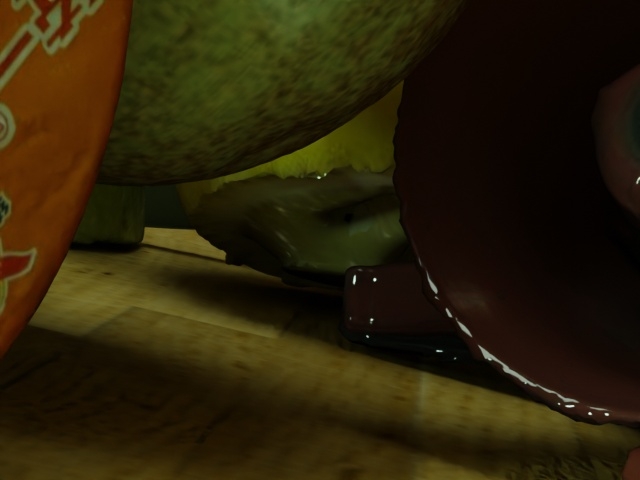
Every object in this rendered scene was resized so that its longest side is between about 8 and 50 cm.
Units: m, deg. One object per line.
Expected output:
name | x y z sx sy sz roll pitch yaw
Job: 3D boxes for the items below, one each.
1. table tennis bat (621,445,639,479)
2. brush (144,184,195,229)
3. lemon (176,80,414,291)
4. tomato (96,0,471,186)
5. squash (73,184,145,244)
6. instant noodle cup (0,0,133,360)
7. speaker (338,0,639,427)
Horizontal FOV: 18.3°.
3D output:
table tennis bat | 0.158 0.089 0.589 0.154 0.019 0.098 17 6 42
brush | 0.000 0.000 1.138 0.296 0.068 0.060 10 29 -15
lemon | 0.093 -0.139 0.999 0.364 0.364 0.364 13 4 -1
tomato | -0.073 -0.153 0.610 0.303 0.239 0.303 32 20 -14
squash | -0.188 -0.084 1.006 0.236 0.155 0.204 11 6 -10
instant noodle cup | -0.175 -0.067 0.406 0.182 0.230 0.230 5 -1 33
speaker | 0.130 0.025 0.756 0.259 0.198 0.329 -26 -26 8
